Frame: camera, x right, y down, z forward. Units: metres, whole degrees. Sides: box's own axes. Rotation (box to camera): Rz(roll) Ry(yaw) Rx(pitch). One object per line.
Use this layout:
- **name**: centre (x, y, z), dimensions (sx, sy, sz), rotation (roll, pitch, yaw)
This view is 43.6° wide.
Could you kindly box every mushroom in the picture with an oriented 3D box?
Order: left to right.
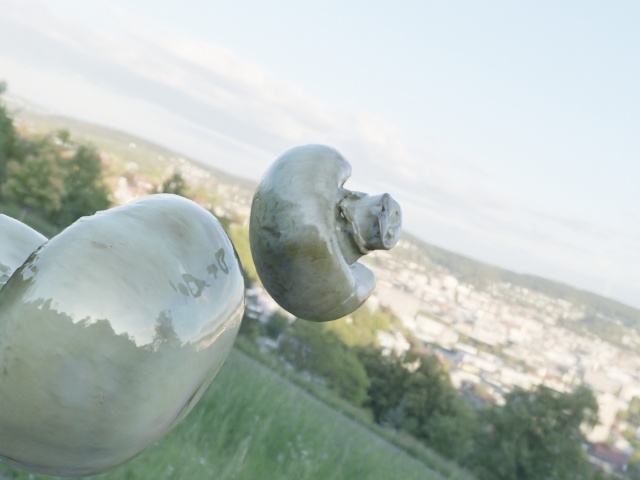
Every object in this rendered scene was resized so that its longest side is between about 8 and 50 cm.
- **mushroom**: centre (-0.193, 0.057, 0.657), dimensions (0.234, 0.254, 0.260), rotation (37, -28, 7)
- **mushroom**: centre (0.000, 0.000, 1.108), dimensions (0.195, 0.254, 0.189), rotation (-5, 21, 26)
